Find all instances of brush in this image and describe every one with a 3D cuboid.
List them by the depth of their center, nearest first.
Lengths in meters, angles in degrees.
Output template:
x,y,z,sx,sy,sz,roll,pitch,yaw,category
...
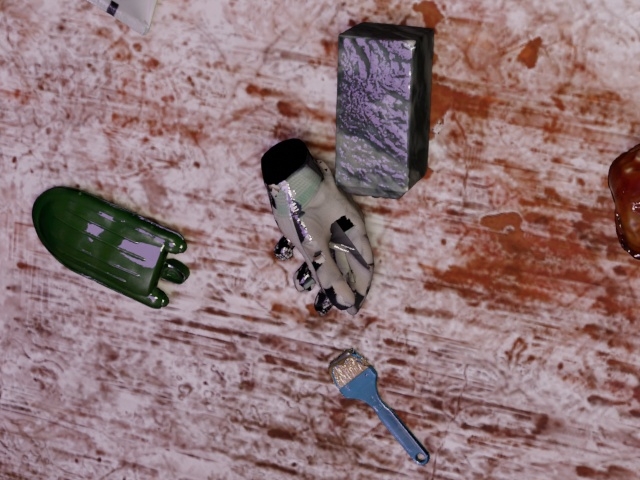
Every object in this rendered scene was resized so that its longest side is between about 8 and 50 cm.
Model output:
x,y,z,sx,sy,sz,roll,pitch,yaw,category
0.072,0.198,2.153,0.051,0.014,0.164,-40,92,26,brush

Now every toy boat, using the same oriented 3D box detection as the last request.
x,y,z,sx,sy,sz,roll,pitch,yaw,category
-0.253,0.003,2.186,0.210,0.052,0.104,24,115,12,toy boat

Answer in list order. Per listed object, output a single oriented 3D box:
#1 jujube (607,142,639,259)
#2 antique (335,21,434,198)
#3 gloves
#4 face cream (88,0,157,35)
x,y,z,sx,sy,sz,roll,pitch,yaw,category
0.437,-0.060,1.850,0.290,0.197,0.197,-12,102,12,jujube
0.069,-0.139,2.012,0.088,0.086,0.183,8,109,17,antique
0.005,-0.006,2.061,0.111,0.127,0.212,-45,123,-14,gloves
-0.186,-0.348,2.056,0.092,0.058,0.244,32,119,1,face cream
